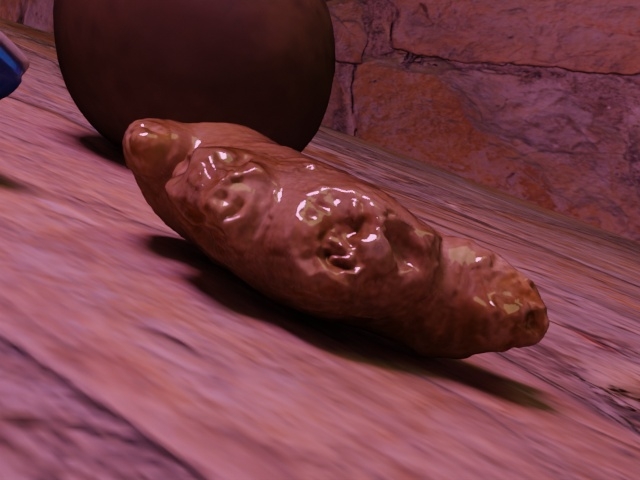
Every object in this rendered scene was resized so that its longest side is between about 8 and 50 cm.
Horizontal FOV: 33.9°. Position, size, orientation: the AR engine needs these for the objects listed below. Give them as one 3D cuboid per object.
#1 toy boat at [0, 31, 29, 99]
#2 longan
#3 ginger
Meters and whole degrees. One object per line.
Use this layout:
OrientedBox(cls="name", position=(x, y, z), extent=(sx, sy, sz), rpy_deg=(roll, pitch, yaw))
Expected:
OrientedBox(cls="toy boat", position=(-0.287, -0.134, 0.578), extent=(0.295, 0.088, 0.129), rpy_deg=(20, -31, 14))
OrientedBox(cls="longan", position=(-0.097, -0.151, 0.827), extent=(0.246, 0.215, 0.246), rpy_deg=(58, 7, -11))
OrientedBox(cls="ginger", position=(-0.004, -0.001, 0.488), extent=(0.137, 0.074, 0.213), rpy_deg=(9, 18, -48))
